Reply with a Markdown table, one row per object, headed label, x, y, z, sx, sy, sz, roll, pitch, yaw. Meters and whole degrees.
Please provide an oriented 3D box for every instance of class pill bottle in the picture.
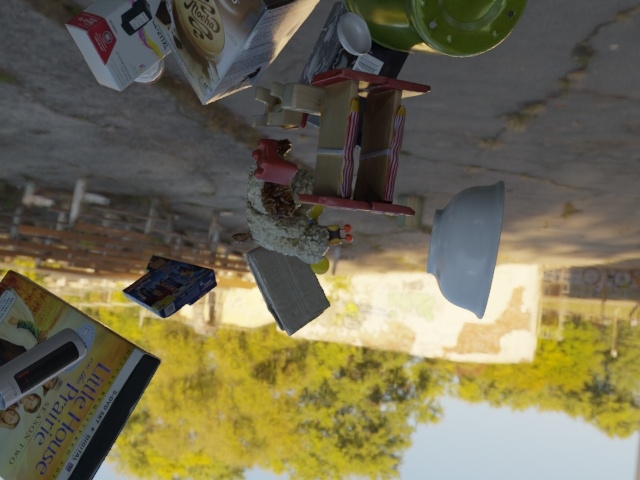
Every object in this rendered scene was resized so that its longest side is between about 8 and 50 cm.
| label | x | y | z | sx | sy | sz | roll | pitch | yaw |
| --- | --- | --- | --- | --- | --- | --- | --- | --- | --- |
| pill bottle | -0.516 | -0.519 | 1.922 | 0.121 | 0.121 | 0.221 | 8 | -172 | -13 |

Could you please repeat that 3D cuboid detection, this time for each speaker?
| label | x | y | z | sx | sy | sz | roll | pitch | yaw |
| --- | --- | --- | --- | --- | --- | --- | --- | --- | --- |
| speaker | -0.408 | 0.182 | 0.945 | 0.055 | 0.055 | 0.136 | 4 | -154 | 37 |

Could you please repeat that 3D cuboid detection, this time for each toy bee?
| label | x | y | z | sx | sy | sz | roll | pitch | yaw |
| --- | --- | --- | --- | --- | --- | --- | --- | --- | --- |
| toy bee | 0.000 | 0.000 | 1.758 | 0.162 | 0.195 | 0.298 | -5 | -159 | -5 |

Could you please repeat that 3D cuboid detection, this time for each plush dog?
| label | x | y | z | sx | sy | sz | roll | pitch | yaw |
| --- | --- | --- | --- | --- | --- | --- | --- | --- | --- |
| plush dog | -0.099 | -0.091 | 1.415 | 0.211 | 0.262 | 0.225 | -8 | 136 | -4 |

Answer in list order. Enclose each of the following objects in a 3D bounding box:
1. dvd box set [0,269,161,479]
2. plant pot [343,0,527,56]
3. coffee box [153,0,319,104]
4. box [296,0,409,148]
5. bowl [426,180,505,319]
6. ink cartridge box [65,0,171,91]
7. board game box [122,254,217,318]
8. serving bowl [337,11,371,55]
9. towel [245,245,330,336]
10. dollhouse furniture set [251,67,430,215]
| label | x | y | z | sx | sy | sz | roll | pitch | yaw |
| --- | --- | --- | --- | --- | --- | --- | --- | --- | --- |
| dvd box set | -0.522 | 0.262 | 1.210 | 0.420 | 0.307 | 0.062 | 22 | 167 | 32 |
| plant pot | 0.255 | -0.542 | 1.381 | 0.367 | 0.366 | 0.353 | 9 | -154 | -17 |
| coffee box | -0.128 | -0.350 | 0.974 | 0.119 | 0.168 | 0.297 | -31 | 180 | -29 |
| box | 0.074 | -0.462 | 1.812 | 0.179 | 0.343 | 0.312 | 24 | -170 | -18 |
| bowl | 0.301 | 0.011 | 1.407 | 0.134 | 0.297 | 0.298 | 9 | 176 | 10 |
| ink cartridge box | -0.341 | -0.374 | 1.179 | 0.072 | 0.175 | 0.127 | 25 | 151 | 34 |
| board game box | -0.411 | 0.117 | 1.743 | 0.194 | 0.060 | 0.194 | 22 | -136 | 33 |
| serving bowl | 0.059 | -0.389 | 1.255 | 0.083 | 0.083 | 0.027 | 12 | 160 | -43 |
| towel | -0.092 | 0.124 | 1.952 | 0.187 | 0.282 | 0.049 | -31 | -167 | -34 |
| dollhouse furniture set | 0.009 | -0.160 | 1.109 | 0.152 | 0.201 | 0.374 | 6 | -175 | -25 |
